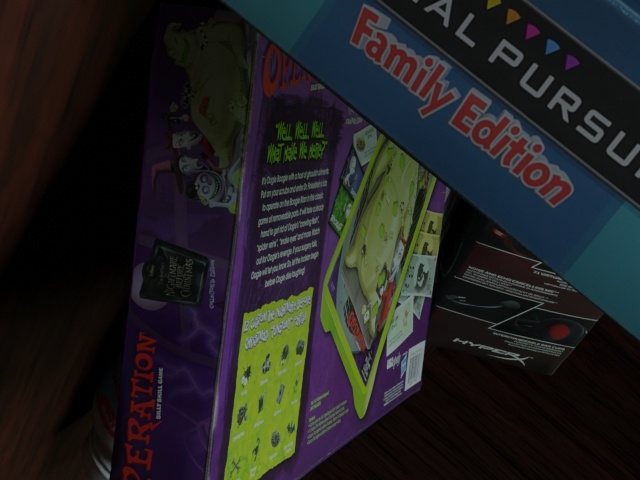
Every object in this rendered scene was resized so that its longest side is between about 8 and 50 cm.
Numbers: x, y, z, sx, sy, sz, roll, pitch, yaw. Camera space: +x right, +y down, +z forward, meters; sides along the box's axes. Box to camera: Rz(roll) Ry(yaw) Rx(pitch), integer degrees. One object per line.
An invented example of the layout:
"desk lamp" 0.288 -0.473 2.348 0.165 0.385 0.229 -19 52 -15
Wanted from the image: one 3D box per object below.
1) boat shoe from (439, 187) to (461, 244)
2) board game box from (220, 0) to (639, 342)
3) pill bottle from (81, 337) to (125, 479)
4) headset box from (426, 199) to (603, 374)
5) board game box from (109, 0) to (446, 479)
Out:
"boat shoe" 0.040 -0.016 0.975 0.088 0.096 0.267 -31 151 -47
"board game box" 0.107 -0.070 0.588 0.079 0.254 0.336 -53 169 17
"pill bottle" -0.076 0.081 0.834 0.087 0.087 0.160 -35 162 -54
"headset box" 0.163 -0.074 0.969 0.293 0.110 0.218 113 -9 -58
"board game box" 0.000 0.000 0.709 0.347 0.056 0.208 -14 116 -72
